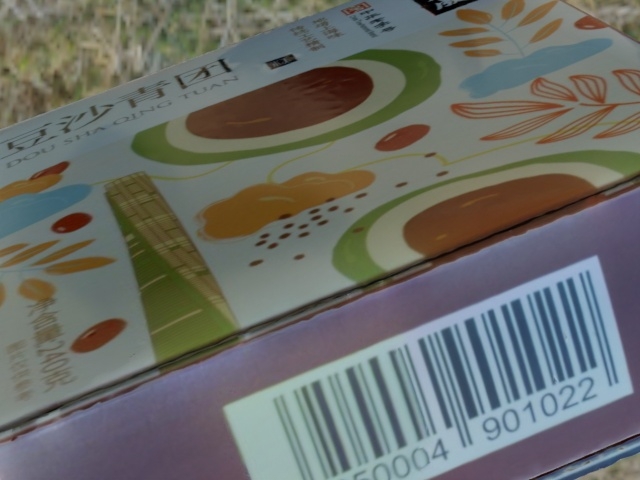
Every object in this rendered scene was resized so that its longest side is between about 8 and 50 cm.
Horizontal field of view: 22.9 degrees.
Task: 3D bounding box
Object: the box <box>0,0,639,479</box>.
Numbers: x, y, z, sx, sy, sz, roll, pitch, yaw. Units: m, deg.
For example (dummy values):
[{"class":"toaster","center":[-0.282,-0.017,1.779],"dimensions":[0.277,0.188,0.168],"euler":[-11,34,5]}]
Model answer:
[{"class":"box","center":[0.000,0.000,0.799],"dimensions":[0.345,0.385,0.122],"euler":[-21,114,-6]}]
